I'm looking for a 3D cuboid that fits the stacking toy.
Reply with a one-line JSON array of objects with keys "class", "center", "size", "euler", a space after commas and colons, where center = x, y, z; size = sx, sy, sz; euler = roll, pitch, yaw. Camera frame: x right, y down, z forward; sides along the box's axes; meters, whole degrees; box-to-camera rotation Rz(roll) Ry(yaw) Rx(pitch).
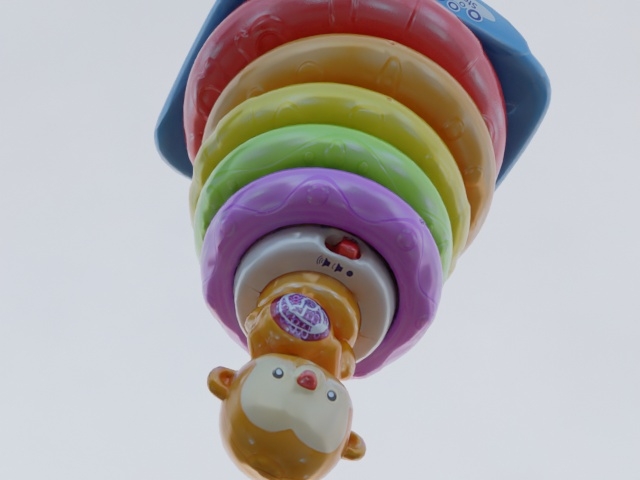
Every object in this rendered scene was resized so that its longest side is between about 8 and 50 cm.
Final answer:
[{"class": "stacking toy", "center": [0.000, 0.000, 0.703], "size": [0.175, 0.302, 0.166], "euler": [28, -58, -9]}]
